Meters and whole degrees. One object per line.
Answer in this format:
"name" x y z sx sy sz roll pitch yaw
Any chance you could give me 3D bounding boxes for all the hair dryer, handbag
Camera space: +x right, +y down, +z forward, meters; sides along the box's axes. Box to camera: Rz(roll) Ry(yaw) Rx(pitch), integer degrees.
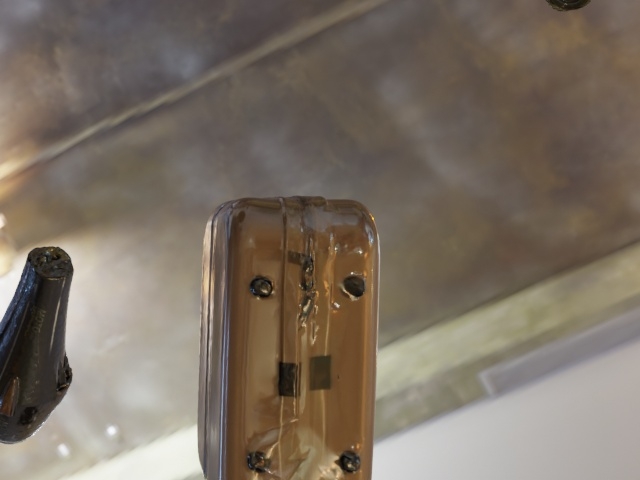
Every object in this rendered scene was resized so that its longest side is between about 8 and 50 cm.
"hair dryer" -0.471 0.098 1.752 0.360 0.303 0.120 17 -139 -3
"handbag" -0.039 0.101 1.361 0.149 0.301 0.283 -1 -173 -9

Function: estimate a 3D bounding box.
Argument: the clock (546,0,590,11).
"clock" 0.321 -0.340 1.871 0.074 0.083 0.010 -10 -174 -9
